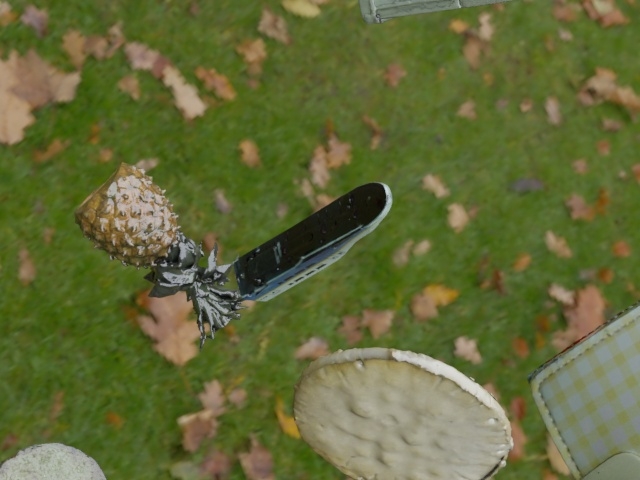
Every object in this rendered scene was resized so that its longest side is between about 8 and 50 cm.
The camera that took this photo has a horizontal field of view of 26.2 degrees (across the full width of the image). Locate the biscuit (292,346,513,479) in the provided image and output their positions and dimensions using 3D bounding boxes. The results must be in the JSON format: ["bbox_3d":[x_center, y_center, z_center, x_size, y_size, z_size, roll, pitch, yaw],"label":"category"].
[{"bbox_3d":[0.051,0.121,0.895,0.152,0.152,0.020,39,43,-22],"label":"biscuit"}]

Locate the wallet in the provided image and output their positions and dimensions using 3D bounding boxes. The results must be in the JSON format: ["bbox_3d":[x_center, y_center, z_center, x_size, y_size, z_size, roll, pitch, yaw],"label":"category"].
[{"bbox_3d":[0.332,0.210,1.237,0.077,0.223,0.309,12,49,-53],"label":"wallet"}]

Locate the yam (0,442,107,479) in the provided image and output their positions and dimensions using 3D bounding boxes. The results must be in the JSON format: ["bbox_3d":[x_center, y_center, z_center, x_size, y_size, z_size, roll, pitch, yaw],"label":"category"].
[{"bbox_3d":[-0.330,0.313,1.434,0.154,0.254,0.154,17,55,-27],"label":"yam"}]

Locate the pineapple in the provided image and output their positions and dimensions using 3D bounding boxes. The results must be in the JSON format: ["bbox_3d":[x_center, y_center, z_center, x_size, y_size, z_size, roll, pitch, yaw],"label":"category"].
[{"bbox_3d":[-0.187,0.017,1.708,0.251,0.125,0.125,48,44,-18],"label":"pineapple"}]

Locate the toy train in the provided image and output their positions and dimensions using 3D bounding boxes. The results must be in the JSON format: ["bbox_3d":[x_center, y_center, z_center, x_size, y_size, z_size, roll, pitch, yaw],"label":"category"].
[{"bbox_3d":[0.000,0.000,1.539,0.051,0.234,0.052,9,57,-50],"label":"toy train"}]

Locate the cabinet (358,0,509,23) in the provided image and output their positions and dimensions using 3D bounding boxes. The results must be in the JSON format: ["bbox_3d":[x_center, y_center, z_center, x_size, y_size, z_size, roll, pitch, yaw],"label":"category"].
[{"bbox_3d":[0.135,-0.220,0.813,0.145,0.206,0.150,-28,112,-52],"label":"cabinet"}]
